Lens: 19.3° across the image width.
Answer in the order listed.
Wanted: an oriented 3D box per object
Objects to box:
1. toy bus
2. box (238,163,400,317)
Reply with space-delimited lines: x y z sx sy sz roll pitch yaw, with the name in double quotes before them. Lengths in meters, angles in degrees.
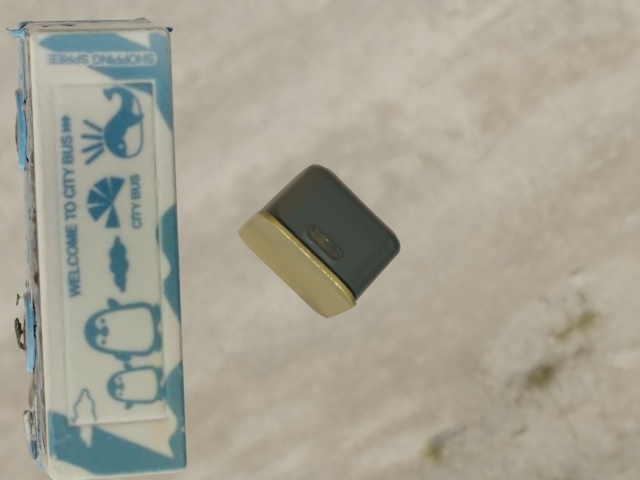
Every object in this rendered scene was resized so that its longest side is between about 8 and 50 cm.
"toy bus" -0.143 0.004 1.211 0.106 0.297 0.131 -3 -176 -13
"box" 0.000 0.000 2.042 0.090 0.144 0.201 -46 -178 -12
